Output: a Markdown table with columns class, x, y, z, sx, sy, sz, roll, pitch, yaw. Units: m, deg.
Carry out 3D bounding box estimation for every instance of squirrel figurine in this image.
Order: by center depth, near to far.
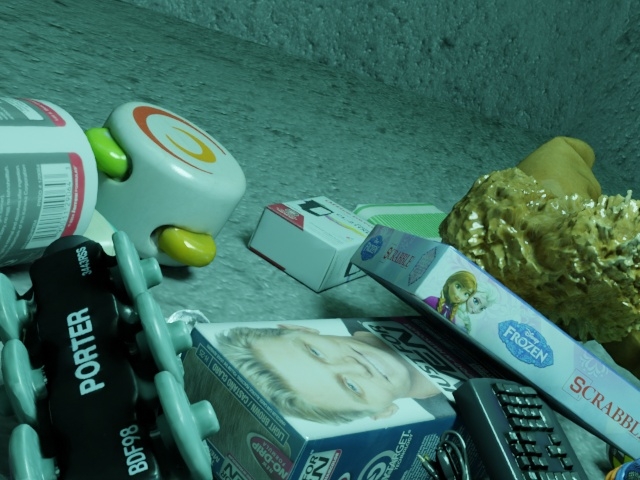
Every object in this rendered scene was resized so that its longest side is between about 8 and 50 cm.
| class | x | y | z | sx | sy | sz | roll | pitch | yaw |
| --- | --- | --- | --- | --- | --- | --- | --- | --- | --- |
| squirrel figurine | 0.356 | 0.063 | 1.288 | 0.370 | 0.281 | 0.397 | 45 | 14 | 23 |

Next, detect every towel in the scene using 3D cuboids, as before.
| class | x | y | z | sx | sy | sz | roll | pitch | yaw |
| --- | --- | --- | --- | --- | --- | --- | --- | --- | --- |
| towel | 0.227 | 0.029 | 1.679 | 0.325 | 0.038 | 0.248 | 39 | 25 | 32 |

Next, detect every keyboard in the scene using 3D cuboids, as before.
| class | x | y | z | sx | sy | sz | roll | pitch | yaw |
| --- | --- | --- | --- | --- | --- | --- | --- | --- | --- |
| keyboard | 0.197 | 0.258 | 0.864 | 0.201 | 0.033 | 0.317 | 6 | 47 | -36 |

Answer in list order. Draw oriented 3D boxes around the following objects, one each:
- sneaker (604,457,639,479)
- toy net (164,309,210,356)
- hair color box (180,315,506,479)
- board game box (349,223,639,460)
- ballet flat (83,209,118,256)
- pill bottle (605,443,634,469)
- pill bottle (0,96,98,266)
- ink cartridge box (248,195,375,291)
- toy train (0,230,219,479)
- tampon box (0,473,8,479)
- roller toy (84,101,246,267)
| class | x | y | z | sx | sy | sz | roll | pitch | yaw |
| --- | --- | --- | --- | --- | --- | --- | --- | --- | --- |
| sneaker | 0.355 | 0.285 | 0.893 | 0.083 | 0.087 | 0.221 | -28 | 65 | -37 |
| toy net | -0.165 | 0.103 | 0.984 | 0.122 | 0.045 | 0.232 | 34 | 21 | 26 |
| hair color box | 0.036 | 0.164 | 0.975 | 0.347 | 0.105 | 0.174 | 2 | 29 | -47 |
| board game box | 0.204 | 0.106 | 1.135 | 0.319 | 0.066 | 0.318 | 37 | -2 | -12 |
| ballet flat | -0.317 | -0.039 | 1.143 | 0.086 | 0.086 | 0.248 | 2 | 30 | -48 |
| pill bottle | 0.431 | 0.281 | 1.121 | 0.117 | 0.117 | 0.215 | 14 | 21 | -29 |
| pill bottle | -0.380 | -0.051 | 0.932 | 0.176 | 0.176 | 0.318 | 33 | 20 | 23 |
| ink cartridge box | 0.000 | 0.000 | 1.417 | 0.127 | 0.072 | 0.175 | 31 | 20 | 20 |
| toy train | -0.147 | 0.133 | 0.719 | 0.142 | 0.190 | 0.334 | -21 | 37 | -9 |
| tampon box | -0.188 | 0.218 | 0.531 | 0.161 | 0.120 | 0.101 | 32 | 21 | 22 |
| roller toy | -0.202 | -0.064 | 1.232 | 0.209 | 0.146 | 0.191 | 33 | 19 | -6 |
